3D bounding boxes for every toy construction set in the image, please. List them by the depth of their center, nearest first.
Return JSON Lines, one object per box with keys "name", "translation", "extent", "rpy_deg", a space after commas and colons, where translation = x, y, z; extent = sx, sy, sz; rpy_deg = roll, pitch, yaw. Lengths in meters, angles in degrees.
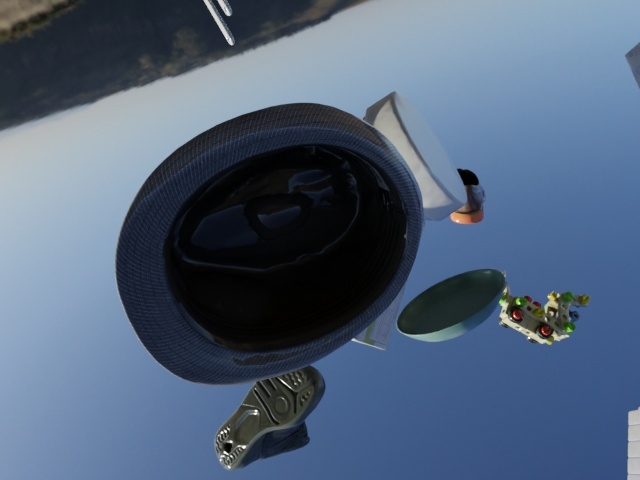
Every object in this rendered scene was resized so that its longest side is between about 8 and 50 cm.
{"name": "toy construction set", "translation": [0.665, 0.204, 2.072], "extent": [0.328, 0.151, 0.215], "rpy_deg": [22, -118, 9]}

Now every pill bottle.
{"name": "pill bottle", "translation": [-0.003, -0.032, 0.903], "extent": [0.363, 0.210, 0.210], "rpy_deg": [-32, -165, 23]}

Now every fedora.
{"name": "fedora", "translation": [-0.048, -0.008, 0.605], "extent": [0.275, 0.243, 0.124], "rpy_deg": [-28, -153, -8]}

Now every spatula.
{"name": "spatula", "translation": [-0.168, -0.383, 0.860], "extent": [0.019, 0.242, 0.168], "rpy_deg": [-30, 174, -14]}

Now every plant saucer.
{"name": "plant saucer", "translation": [0.135, 0.069, 0.669], "extent": [0.119, 0.021, 0.119], "rpy_deg": [-28, -168, 6]}

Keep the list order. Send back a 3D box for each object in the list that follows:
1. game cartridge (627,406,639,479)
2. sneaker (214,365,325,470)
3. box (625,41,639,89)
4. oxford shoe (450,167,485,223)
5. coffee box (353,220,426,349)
{"name": "game cartridge", "translation": [0.742, 0.452, 1.385], "extent": [0.068, 0.230, 0.355], "rpy_deg": [12, 162, 6]}
{"name": "sneaker", "translation": [-0.049, 0.249, 0.968], "extent": [0.130, 0.087, 0.227], "rpy_deg": [-1, 138, -49]}
{"name": "box", "translation": [0.502, -0.213, 0.881], "extent": [0.038, 0.186, 0.145], "rpy_deg": [-8, 161, -22]}
{"name": "oxford shoe", "translation": [0.345, -0.130, 1.559], "extent": [0.097, 0.098, 0.271], "rpy_deg": [-3, -158, 6]}
{"name": "coffee box", "translation": [0.000, 0.000, 1.296], "extent": [0.338, 0.338, 0.334], "rpy_deg": [16, 173, 17]}
